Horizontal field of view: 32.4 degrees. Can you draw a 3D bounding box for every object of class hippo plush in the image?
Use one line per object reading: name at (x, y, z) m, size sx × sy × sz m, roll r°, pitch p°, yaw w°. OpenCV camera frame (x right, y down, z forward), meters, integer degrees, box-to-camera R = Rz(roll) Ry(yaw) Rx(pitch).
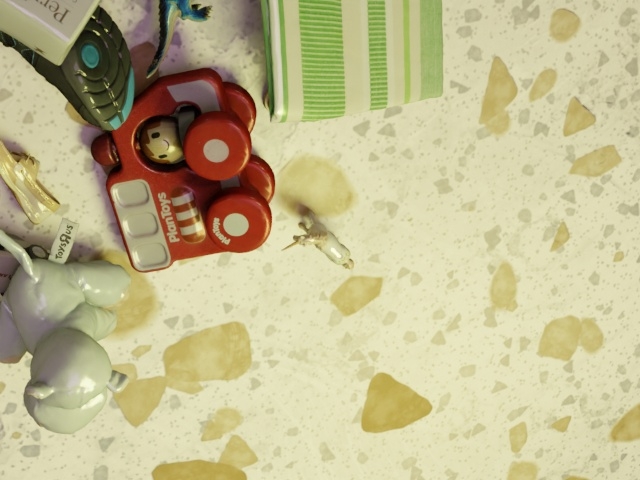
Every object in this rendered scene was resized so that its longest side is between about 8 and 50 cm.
hippo plush at (-0.360, 0.148, 1.642) m, size 0.234 × 0.236 × 0.294 m, roll -10°, pitch 143°, yaw -34°

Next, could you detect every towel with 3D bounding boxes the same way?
towel at (0.055, -0.316, 1.684) m, size 0.324 × 0.038 × 0.248 m, roll -16°, pitch 113°, yaw -32°

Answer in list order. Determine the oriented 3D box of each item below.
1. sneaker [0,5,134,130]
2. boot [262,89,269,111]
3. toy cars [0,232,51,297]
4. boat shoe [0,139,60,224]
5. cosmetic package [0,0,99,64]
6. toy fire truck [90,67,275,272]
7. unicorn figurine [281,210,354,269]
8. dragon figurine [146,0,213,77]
sneaker at (-0.386, -0.299, 1.546) m, size 0.139 × 0.125 × 0.341 m, roll -9°, pitch 124°, yaw 34°
boot at (-0.015, -0.248, 1.721) m, size 0.158 × 0.084 × 0.059 m, roll -46°, pitch 119°, yaw 3°
toy cars at (-0.591, 0.057, 1.644) m, size 0.393 × 0.087 × 0.176 m, roll -19°, pitch 143°, yaw -15°
boat shoe at (-0.444, -0.102, 1.644) m, size 0.059 × 0.063 × 0.170 m, roll -30°, pitch 129°, yaw -8°
cosmetic package at (-0.297, -0.474, 1.364) m, size 0.230 × 0.161 × 0.453 m, roll 32°, pitch 80°, yaw -16°
toy fire truck at (-0.211, -0.102, 1.683) m, size 0.253 × 0.169 × 0.302 m, roll -11°, pitch 117°, yaw 6°
unicorn figurine at (0.000, 0.000, 1.822) m, size 0.162 × 0.111 × 0.060 m, roll 25°, pitch 103°, yaw -28°
dragon figurine at (-0.211, -0.387, 1.582) m, size 0.144 × 0.085 × 0.289 m, roll 33°, pitch 98°, yaw -29°
